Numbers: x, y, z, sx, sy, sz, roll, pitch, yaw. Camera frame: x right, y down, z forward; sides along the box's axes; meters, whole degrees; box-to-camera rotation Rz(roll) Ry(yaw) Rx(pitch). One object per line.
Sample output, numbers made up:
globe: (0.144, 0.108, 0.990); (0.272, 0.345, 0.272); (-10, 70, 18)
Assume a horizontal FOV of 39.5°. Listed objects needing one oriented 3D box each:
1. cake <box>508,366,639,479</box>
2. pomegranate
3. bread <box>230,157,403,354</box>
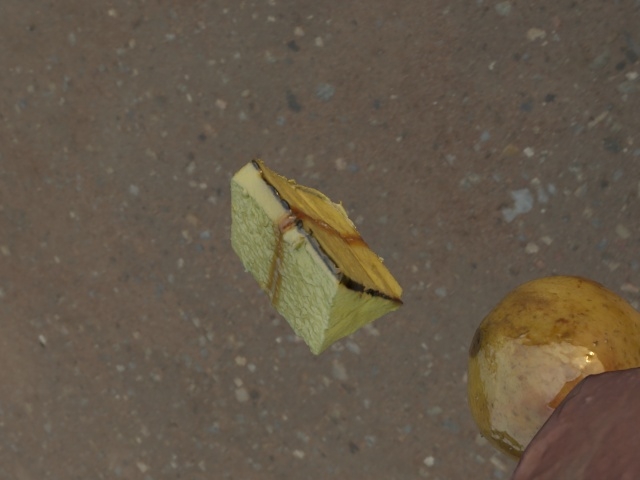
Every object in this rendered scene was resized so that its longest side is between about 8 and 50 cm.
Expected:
cake: (0.348, 0.258, 0.843); (0.237, 0.230, 0.309); (41, 159, -3)
pomegranate: (0.341, 0.187, 1.259); (0.281, 0.281, 0.281); (18, 123, 29)
bread: (0.000, 0.000, 1.357); (0.263, 0.198, 0.236); (50, 163, 25)
